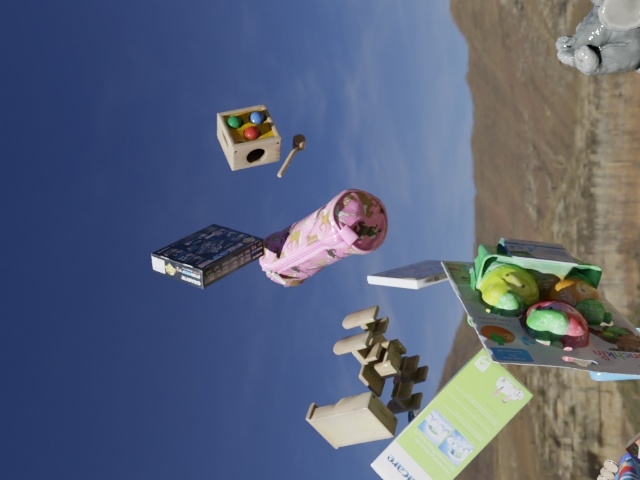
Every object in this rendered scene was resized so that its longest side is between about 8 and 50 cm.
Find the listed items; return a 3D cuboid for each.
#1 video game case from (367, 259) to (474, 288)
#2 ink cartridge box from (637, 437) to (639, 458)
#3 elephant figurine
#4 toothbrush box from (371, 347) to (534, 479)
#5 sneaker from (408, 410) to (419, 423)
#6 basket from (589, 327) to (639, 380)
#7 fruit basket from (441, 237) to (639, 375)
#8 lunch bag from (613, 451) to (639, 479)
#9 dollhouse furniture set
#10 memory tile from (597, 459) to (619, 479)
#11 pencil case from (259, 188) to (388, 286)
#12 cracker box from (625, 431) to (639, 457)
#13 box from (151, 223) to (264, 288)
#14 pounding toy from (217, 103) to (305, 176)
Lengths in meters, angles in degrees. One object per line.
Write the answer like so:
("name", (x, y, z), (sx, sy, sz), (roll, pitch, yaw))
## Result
("video game case", (0.266, 0.085, 1.891), (0.227, 0.206, 0.026), (2, 103, 62))
("ink cartridge box", (0.594, 0.444, 1.294), (0.097, 0.046, 0.207), (61, -140, -27))
("elephant figurine", (0.530, -0.429, 1.312), (0.169, 0.185, 0.240), (-124, 31, -44))
("toothbrush box", (0.236, 0.342, 1.323), (0.283, 0.122, 0.206), (-47, -15, -3))
("sneaker", (0.285, 0.509, 1.935), (0.152, 0.061, 0.054), (60, 152, 15))
("basket", (0.845, 0.282, 1.845), (0.254, 0.288, 0.201), (-37, -63, -52))
("fruit basket", (0.411, 0.122, 1.301), (0.353, 0.326, 0.166), (-106, 23, -70))
("lunch bag", (0.486, 0.431, 0.882), (0.221, 0.293, 0.138), (-46, -26, -58))
("dollhouse furniture set", (0.093, 0.307, 1.574), (0.212, 0.161, 0.242), (50, -141, -23))
("memory tile", (0.791, 0.625, 1.866), (0.012, 0.148, 0.113), (-42, -36, -35))
("pencil case", (0.000, 0.000, 1.760), (0.160, 0.386, 0.167), (18, -116, -28))
("cracker box", (0.925, 0.539, 1.998), (0.067, 0.155, 0.232), (52, -166, 23))
("box", (-0.272, 0.033, 1.774), (0.220, 0.175, 0.051), (-31, -53, -47))
("pounding toy", (-0.132, -0.249, 1.809), (0.094, 0.206, 0.181), (100, 150, -53))
